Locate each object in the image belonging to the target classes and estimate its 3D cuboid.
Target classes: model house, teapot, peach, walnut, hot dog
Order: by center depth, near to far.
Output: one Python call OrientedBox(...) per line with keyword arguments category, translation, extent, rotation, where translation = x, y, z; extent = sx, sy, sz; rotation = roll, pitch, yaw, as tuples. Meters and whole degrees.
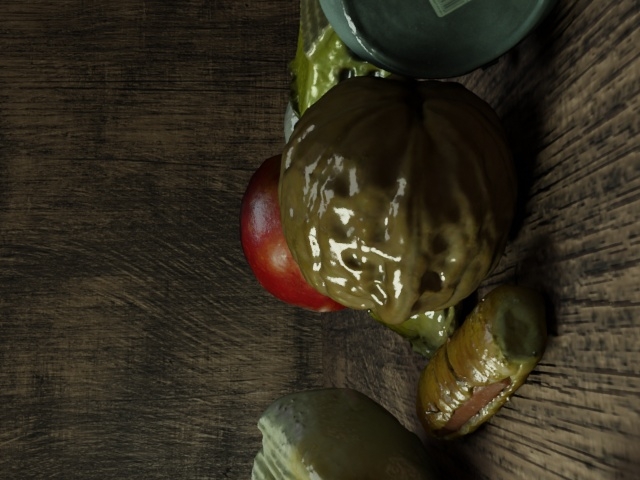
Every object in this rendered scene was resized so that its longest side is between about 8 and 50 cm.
OrientedBox(category="teapot", translation=(0.091, -0.229, 0.496), extent=(0.203, 0.171, 0.225), rotation=(54, -153, -37))
OrientedBox(category="walnut", translation=(0.061, -0.031, 0.545), extent=(0.213, 0.213, 0.213), rotation=(179, 90, -86))
OrientedBox(category="hot dog", translation=(0.130, 0.118, 0.586), extent=(0.286, 0.061, 0.088), rotation=(98, -179, -58))
OrientedBox(category="model house", translation=(0.038, -0.288, 0.908), extent=(0.234, 0.174, 0.193), rotation=(89, 177, -47))
OrientedBox(category="peach", translation=(0.000, 0.000, 1.069), extent=(0.245, 0.248, 0.275), rotation=(51, 152, 45))

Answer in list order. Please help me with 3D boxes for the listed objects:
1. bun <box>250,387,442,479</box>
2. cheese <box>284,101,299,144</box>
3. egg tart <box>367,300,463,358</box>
OrientedBox(category="bun", translation=(0.042, 0.357, 0.752), extent=(0.365, 0.219, 0.365), rotation=(-177, 90, -69))
OrientedBox(category="cheese", translation=(0.005, -0.256, 1.383), extent=(0.198, 0.154, 0.189), rotation=(-49, -22, -61))
OrientedBox(category="egg tart", translation=(0.102, 0.026, 0.743), extent=(0.252, 0.098, 0.232), rotation=(-91, 6, -61))
